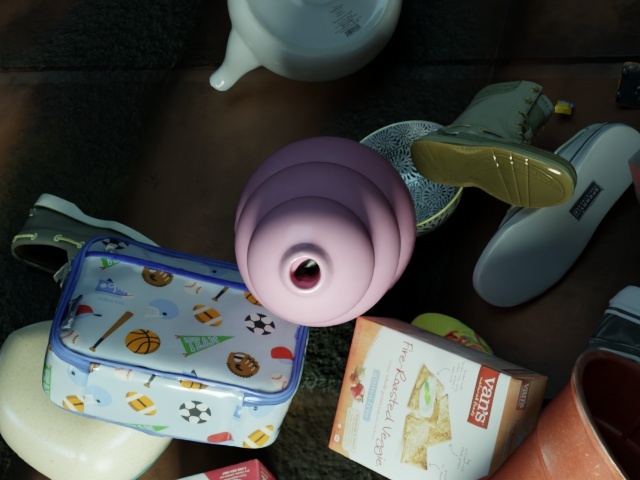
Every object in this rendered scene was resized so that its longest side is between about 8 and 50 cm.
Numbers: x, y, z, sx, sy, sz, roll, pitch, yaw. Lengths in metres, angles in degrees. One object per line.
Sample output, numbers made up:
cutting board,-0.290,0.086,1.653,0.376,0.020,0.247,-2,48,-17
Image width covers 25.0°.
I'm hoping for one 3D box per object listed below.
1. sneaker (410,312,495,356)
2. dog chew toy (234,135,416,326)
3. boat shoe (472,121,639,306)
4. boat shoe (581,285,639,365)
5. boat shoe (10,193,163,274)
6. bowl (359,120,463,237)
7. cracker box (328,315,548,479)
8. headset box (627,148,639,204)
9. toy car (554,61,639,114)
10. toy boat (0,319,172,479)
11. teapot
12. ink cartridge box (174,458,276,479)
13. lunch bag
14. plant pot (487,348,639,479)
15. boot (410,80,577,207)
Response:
sneaker,0.163,0.140,1.606,0.081,0.094,0.208,-38,49,-6
dog chew toy,0.000,0.000,1.558,0.207,0.206,0.332,-21,9,8
boat shoe,0.268,-0.036,1.699,0.267,0.096,0.088,-52,22,-4
boat shoe,0.416,0.161,1.483,0.335,0.121,0.119,26,76,47
boat shoe,-0.289,0.025,1.882,0.305,0.109,0.091,20,66,40
bowl,0.111,-0.059,1.785,0.170,0.080,0.170,-12,52,16
cracker box,0.120,0.184,1.532,0.232,0.067,0.155,18,99,46
headset box,0.506,-0.076,1.607,0.218,0.110,0.293,-42,51,-9
toy car,0.350,-0.194,1.802,0.122,0.060,0.040,-4,22,13
toy boat,-0.337,0.241,1.732,0.318,0.148,0.267,-39,54,-17
teapot,-0.007,-0.323,1.975,0.256,0.187,0.252,10,77,-1
ink cartridge box,-0.107,0.345,1.584,0.127,0.072,0.175,-16,50,11
lunch bag,-0.168,0.107,1.670,0.303,0.115,0.243,15,40,-2
plant pot,0.244,0.287,1.330,0.265,0.272,0.272,-47,45,24
boot,0.233,-0.118,1.681,0.213,0.077,0.165,15,42,38
